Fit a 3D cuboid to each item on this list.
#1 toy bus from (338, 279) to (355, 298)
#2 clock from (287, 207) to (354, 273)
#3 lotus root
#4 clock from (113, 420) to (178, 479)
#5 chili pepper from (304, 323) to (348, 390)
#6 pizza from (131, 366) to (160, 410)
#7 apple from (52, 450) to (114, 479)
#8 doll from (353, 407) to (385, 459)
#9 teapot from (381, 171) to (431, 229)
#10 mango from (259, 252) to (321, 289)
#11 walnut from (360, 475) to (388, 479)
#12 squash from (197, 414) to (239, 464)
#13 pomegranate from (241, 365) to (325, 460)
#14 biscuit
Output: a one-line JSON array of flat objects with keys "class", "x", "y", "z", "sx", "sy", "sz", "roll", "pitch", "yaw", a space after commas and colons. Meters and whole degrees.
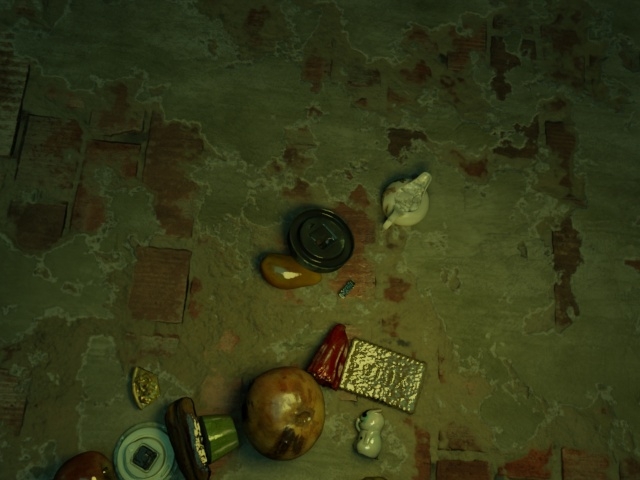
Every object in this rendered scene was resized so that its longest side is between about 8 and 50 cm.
[{"class": "toy bus", "x": 0.107, "y": 0.199, "z": 1.997, "sx": 0.031, "sy": 0.037, "sz": 0.083, "roll": 42, "pitch": 77, "yaw": 3}, {"class": "clock", "x": 0.000, "y": 0.000, "z": 1.973, "sx": 0.281, "sy": 0.055, "sz": 0.280, "roll": 10, "pitch": 58, "yaw": -16}, {"class": "lotus root", "x": -0.480, "y": 0.725, "z": 1.737, "sx": 0.078, "sy": 0.167, "sz": 0.329, "roll": -3, "pitch": 63, "yaw": -45}, {"class": "clock", "x": -0.626, "y": 0.778, "z": 1.773, "sx": 0.237, "sy": 0.053, "sz": 0.236, "roll": 1, "pitch": 78, "yaw": -6}, {"class": "chili pepper", "x": 0.052, "y": 0.443, "z": 1.890, "sx": 0.144, "sy": 0.136, "sz": 0.252, "roll": 31, "pitch": 59, "yaw": 0}, {"class": "pizza", "x": -0.652, "y": 0.544, "z": 1.831, "sx": 0.099, "sy": 0.036, "sz": 0.159, "roll": -10, "pitch": 79, "yaw": -9}, {"class": "apple", "x": -0.805, "y": 0.821, "z": 1.673, "sx": 0.174, "sy": 0.188, "sz": 0.188, "roll": -26, "pitch": 81, "yaw": -4}, {"class": "doll", "x": 0.184, "y": 0.721, "z": 1.850, "sx": 0.107, "sy": 0.110, "sz": 0.180, "roll": 11, "pitch": 74, "yaw": -5}, {"class": "teapot", "x": 0.351, "y": -0.155, "z": 2.055, "sx": 0.204, "sy": 0.139, "sz": 0.298, "roll": 35, "pitch": 75, "yaw": 0}, {"class": "mango", "x": -0.118, "y": 0.130, "z": 1.951, "sx": 0.254, "sy": 0.113, "sz": 0.138, "roll": 13, "pitch": 69, "yaw": -10}, {"class": "walnut", "x": 0.201, "y": 0.983, "z": 1.712, "sx": 0.254, "sy": 0.277, "sz": 0.281, "roll": 0, "pitch": 88, "yaw": -1}, {"class": "squash", "x": -0.371, "y": 0.700, "z": 1.771, "sx": 0.123, "sy": 0.170, "sz": 0.170, "roll": -13, "pitch": 79, "yaw": -24}, {"class": "pomegranate", "x": -0.130, "y": 0.610, "z": 1.752, "sx": 0.322, "sy": 0.322, "sz": 0.321, "roll": 1, "pitch": 77, "yaw": -6}, {"class": "biscuit", "x": 0.245, "y": 0.530, "z": 1.933, "sx": 0.325, "sy": 0.044, "sz": 0.217, "roll": 19, "pitch": 77, "yaw": -2}]
